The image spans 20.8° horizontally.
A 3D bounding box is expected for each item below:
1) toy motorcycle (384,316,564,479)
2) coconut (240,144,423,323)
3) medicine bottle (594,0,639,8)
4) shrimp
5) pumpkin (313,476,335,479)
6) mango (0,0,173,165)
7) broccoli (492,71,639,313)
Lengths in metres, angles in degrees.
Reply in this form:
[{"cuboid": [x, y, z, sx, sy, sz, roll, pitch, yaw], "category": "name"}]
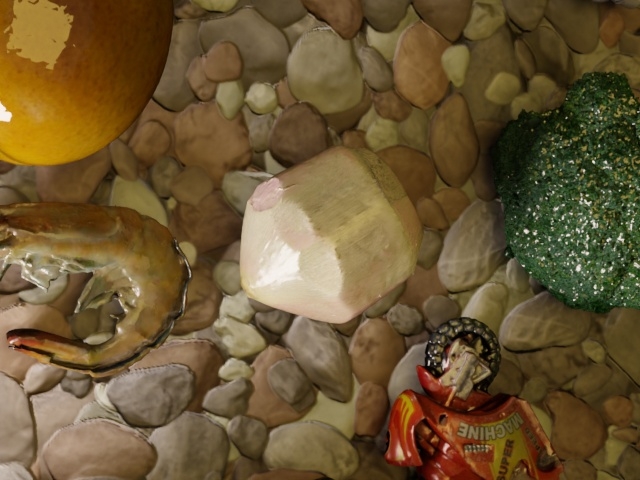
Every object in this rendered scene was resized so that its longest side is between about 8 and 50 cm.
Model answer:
[{"cuboid": [0.163, 0.231, 1.792, 0.171, 0.089, 0.298, -31, 99, -19], "category": "toy motorcycle"}, {"cuboid": [0.000, 0.000, 1.703, 0.183, 0.171, 0.171, -31, 98, -11], "category": "coconut"}, {"cuboid": [0.287, -0.304, 1.876, 0.140, 0.079, 0.079, 22, 79, -19], "category": "medicine bottle"}, {"cuboid": [-0.243, 0.047, 1.667, 0.253, 0.058, 0.173, -4, 97, -23], "category": "shrimp"}, {"cuboid": [-0.008, 0.269, 1.757, 0.083, 0.028, 0.050, -32, 97, -24], "category": "pumpkin"}, {"cuboid": [-0.261, -0.251, 1.591, 0.264, 0.221, 0.378, 10, 73, -17], "category": "mango"}, {"cuboid": [0.327, -0.059, 1.814, 0.269, 0.269, 0.254, -21, 100, -21], "category": "broccoli"}]
